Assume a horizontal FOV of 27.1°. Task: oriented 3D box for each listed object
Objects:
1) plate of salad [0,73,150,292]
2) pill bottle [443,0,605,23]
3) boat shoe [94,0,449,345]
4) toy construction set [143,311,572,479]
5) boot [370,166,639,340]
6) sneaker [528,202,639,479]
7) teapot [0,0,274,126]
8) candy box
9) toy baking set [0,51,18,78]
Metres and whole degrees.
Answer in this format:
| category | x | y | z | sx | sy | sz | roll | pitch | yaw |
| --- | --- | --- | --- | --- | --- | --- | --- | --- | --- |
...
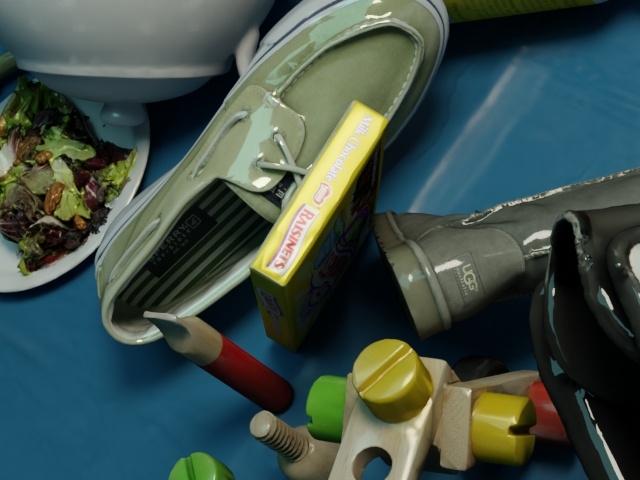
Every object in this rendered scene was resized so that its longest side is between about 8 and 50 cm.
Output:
| category | x | y | z | sx | sy | sz | roll | pitch | yaw |
| --- | --- | --- | --- | --- | --- | --- | --- | --- | --- |
| plate of salad | -0.219 | -0.055 | 1.017 | 0.199 | 0.048 | 0.200 | -14 | 57 | 23 |
| pill bottle | 0.128 | -0.204 | 0.842 | 0.208 | 0.119 | 0.119 | -4 | 62 | 22 |
| boat shoe | -0.029 | -0.042 | 0.839 | 0.302 | 0.109 | 0.094 | -46 | 25 | 19 |
| toy construction set | 0.002 | 0.123 | 0.663 | 0.308 | 0.237 | 0.257 | 33 | 83 | 40 |
| boot | 0.139 | -0.009 | 0.749 | 0.208 | 0.076 | 0.190 | -23 | 13 | 0 |
| sneaker | 0.245 | -0.025 | 0.573 | 0.257 | 0.169 | 0.448 | 20 | 72 | -7 |
| teapot | -0.135 | -0.175 | 0.949 | 0.256 | 0.252 | 0.187 | 19 | 113 | 57 |
| candy box | 0.000 | 0.000 | 0.764 | 0.027 | 0.206 | 0.105 | 32 | 79 | 8 |
| toy baking set | -0.312 | -0.194 | 1.161 | 0.256 | 0.030 | 0.197 | -23 | 54 | 18 |
